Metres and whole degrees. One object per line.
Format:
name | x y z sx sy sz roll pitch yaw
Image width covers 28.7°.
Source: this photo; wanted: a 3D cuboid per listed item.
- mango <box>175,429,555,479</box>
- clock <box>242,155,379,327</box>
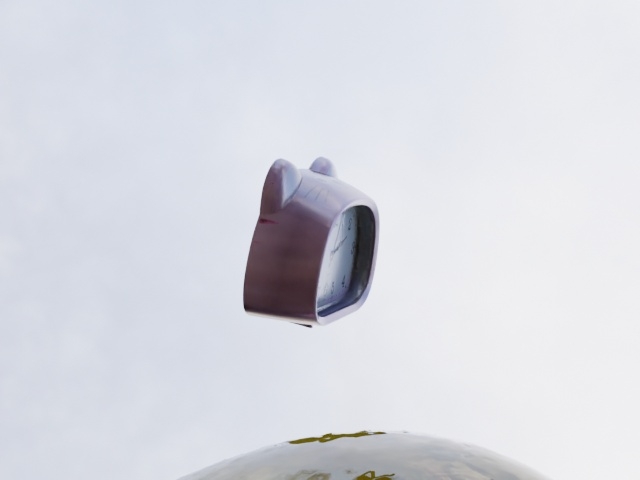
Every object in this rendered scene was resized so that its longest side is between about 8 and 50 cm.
mango | -0.028 0.276 0.420 0.301 0.445 0.220 35 0 2
clock | 0.000 0.000 0.873 0.050 0.152 0.110 11 -82 16
